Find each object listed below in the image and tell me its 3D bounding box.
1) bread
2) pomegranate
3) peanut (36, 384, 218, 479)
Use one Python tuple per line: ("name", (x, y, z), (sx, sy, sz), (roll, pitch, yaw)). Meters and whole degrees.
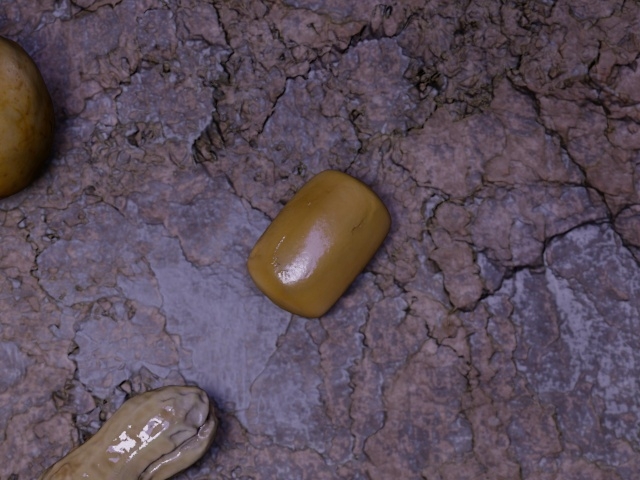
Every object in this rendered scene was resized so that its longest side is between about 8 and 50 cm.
("bread", (0.000, 0.000, 1.514), (0.147, 0.098, 0.217), (35, 79, 4))
("pomegranate", (-0.494, -0.169, 1.479), (0.260, 0.260, 0.260), (0, 75, -1))
("peanut", (-0.260, 0.297, 1.417), (0.290, 0.130, 0.130), (-41, 80, -12))
